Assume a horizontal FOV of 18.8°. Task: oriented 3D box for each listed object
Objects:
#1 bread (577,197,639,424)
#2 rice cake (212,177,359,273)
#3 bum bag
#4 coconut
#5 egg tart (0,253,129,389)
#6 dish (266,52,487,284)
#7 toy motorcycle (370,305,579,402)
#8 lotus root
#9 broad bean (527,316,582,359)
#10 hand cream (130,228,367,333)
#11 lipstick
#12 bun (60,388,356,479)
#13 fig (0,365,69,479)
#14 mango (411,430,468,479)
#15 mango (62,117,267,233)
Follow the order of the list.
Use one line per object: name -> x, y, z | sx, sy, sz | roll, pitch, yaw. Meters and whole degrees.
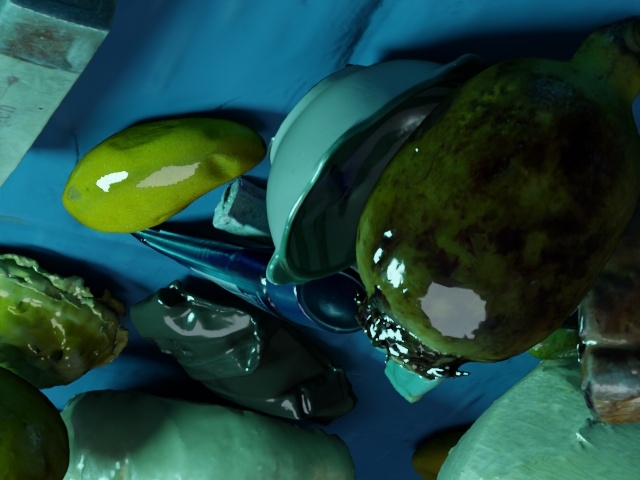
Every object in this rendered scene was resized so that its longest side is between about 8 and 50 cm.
bread -> 0.278, 0.061, 1.586 | 0.123, 0.190, 0.244 | 5, 168, 11
rice cake -> 0.000, 0.000, 1.686 | 0.211, 0.043, 0.034 | 22, 160, -31
bum bag -> -0.062, 0.125, 1.935 | 0.142, 0.079, 0.326 | -4, 156, 28
coconut -> 0.266, 0.286, 1.902 | 0.360, 0.346, 0.346 | 24, 165, 29
egg tart -> -0.328, 0.091, 1.906 | 0.279, 0.095, 0.279 | 7, 156, 3
dish -> 0.030, -0.065, 1.442 | 0.078, 0.224, 0.246 | 45, -172, 22
toy motorcycle -> 0.118, 0.046, 1.559 | 0.198, 0.109, 0.296 | -35, 162, -19
lotus root -> 0.130, -0.025, 1.364 | 0.169, 0.141, 0.314 | 29, 104, -17
broad bean -> 0.298, 0.107, 1.847 | 0.256, 0.052, 0.052 | 14, 122, -17
hand cream -> -0.063, 0.030, 1.675 | 0.120, 0.061, 0.270 | 25, 172, -35
lipstick -> -0.241, -0.116, 1.442 | 0.076, 0.079, 0.371 | 14, 154, -19
bun -> -0.136, 0.285, 2.085 | 0.360, 0.210, 0.360 | 12, 170, 2
fig -> -0.329, 0.165, 1.826 | 0.170, 0.145, 0.274 | 0, 142, 0
mango -> 0.168, 0.252, 2.190 | 0.101, 0.066, 0.187 | 25, 158, -35
mango -> -0.135, -0.054, 1.562 | 0.190, 0.075, 0.098 | -16, 163, 33
